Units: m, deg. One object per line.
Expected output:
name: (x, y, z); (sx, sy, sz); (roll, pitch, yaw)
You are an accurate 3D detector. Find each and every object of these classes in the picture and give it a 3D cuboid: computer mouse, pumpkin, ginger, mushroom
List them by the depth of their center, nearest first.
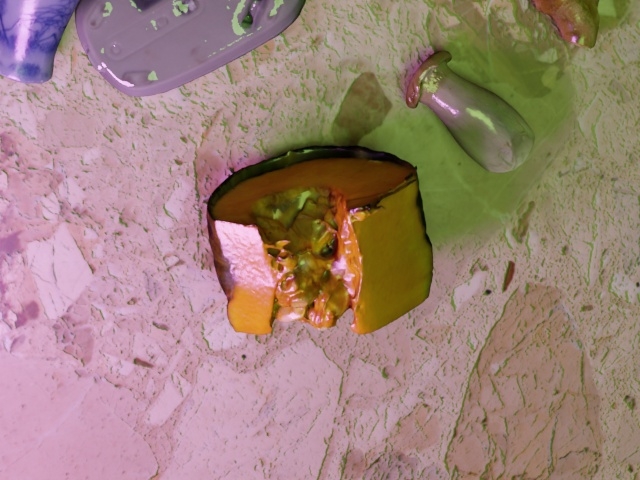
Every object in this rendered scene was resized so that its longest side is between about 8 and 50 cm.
computer mouse: (-0.173, -0.327, 1.774); (0.331, 0.095, 0.197); (-25, 103, 11)
pumpkin: (0.000, 0.000, 1.835); (0.303, 0.256, 0.225); (2, 116, 15)
ginger: (0.290, -0.376, 1.845); (0.299, 0.065, 0.118); (38, 104, -22)
mushroom: (0.217, -0.182, 1.891); (0.212, 0.088, 0.097); (34, 134, -13)

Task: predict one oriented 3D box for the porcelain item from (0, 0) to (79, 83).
porcelain item: (-0.368, -0.339, 1.720); (0.141, 0.141, 0.259); (13, 118, -13)
